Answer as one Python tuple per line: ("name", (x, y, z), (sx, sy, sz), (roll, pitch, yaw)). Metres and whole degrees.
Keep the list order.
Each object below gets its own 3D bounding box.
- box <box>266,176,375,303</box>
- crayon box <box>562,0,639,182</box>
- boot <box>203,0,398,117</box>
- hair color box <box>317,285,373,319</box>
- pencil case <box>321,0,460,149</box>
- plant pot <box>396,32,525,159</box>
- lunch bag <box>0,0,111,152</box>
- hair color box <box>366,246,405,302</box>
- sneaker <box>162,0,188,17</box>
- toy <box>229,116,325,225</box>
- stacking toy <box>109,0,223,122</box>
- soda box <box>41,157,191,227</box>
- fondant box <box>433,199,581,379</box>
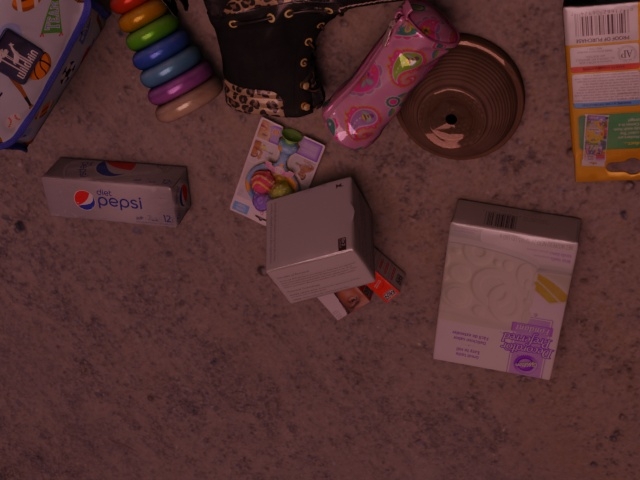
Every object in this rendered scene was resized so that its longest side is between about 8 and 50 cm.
("box", (0.000, 0.000, 2.007), (0.182, 0.181, 0.119), (-15, 139, 17))
("crayon box", (0.522, -0.261, 1.776), (0.203, 0.083, 0.323), (-1, 120, 17))
("boot", (-0.017, -0.364, 1.839), (0.377, 0.138, 0.284), (-3, 130, 1))
("hair color box", (0.021, 0.073, 2.152), (0.093, 0.053, 0.167), (-33, 109, 30))
("pencil case", (0.114, -0.285, 1.803), (0.124, 0.124, 0.284), (35, 128, -7))
("plant pot", (0.238, -0.236, 1.860), (0.237, 0.109, 0.237), (8, 123, 13))
("lunch bag", (-0.545, -0.331, 1.793), (0.239, 0.385, 0.328), (31, 91, 0))
("hair color box", (0.101, 0.052, 2.103), (0.141, 0.072, 0.043), (41, 123, -10))
("sneaker", (-0.285, -0.484, 1.869), (0.051, 0.089, 0.170), (-24, 112, 24))
("toy", (-0.093, -0.113, 2.067), (0.137, 0.056, 0.237), (24, 125, 2))
("stacking toy", (-0.315, -0.387, 1.926), (0.141, 0.141, 0.330), (-22, 107, 27))
("soda box", (-0.415, -0.100, 2.148), (0.286, 0.091, 0.098), (5, 124, 14))
("fondant box", (0.358, 0.098, 2.043), (0.238, 0.096, 0.330), (10, 124, 10))
